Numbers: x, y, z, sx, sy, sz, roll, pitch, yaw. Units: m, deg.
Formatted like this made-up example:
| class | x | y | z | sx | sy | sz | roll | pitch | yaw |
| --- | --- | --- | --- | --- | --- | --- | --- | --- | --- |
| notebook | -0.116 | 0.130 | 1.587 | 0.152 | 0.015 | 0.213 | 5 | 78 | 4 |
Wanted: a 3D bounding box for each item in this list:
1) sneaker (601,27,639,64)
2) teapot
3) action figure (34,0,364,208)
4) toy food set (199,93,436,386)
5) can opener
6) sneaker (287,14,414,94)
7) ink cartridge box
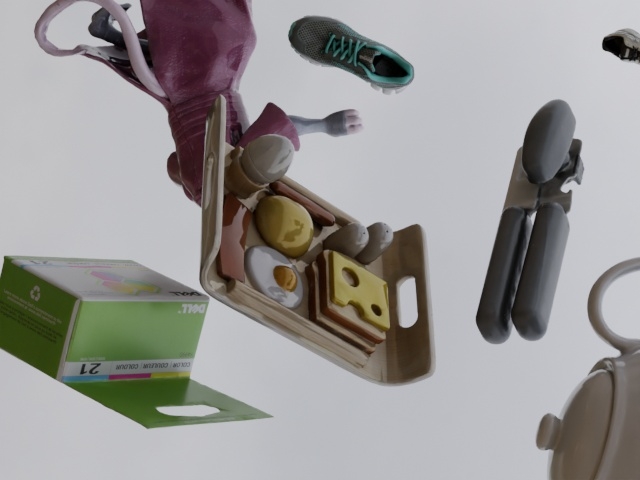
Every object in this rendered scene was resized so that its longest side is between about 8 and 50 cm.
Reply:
| class | x | y | z | sx | sy | sz | roll | pitch | yaw |
| --- | --- | --- | --- | --- | --- | --- | --- | --- | --- |
| sneaker | 0.296 | -0.172 | 1.565 | 0.083 | 0.037 | 0.032 | 29 | -56 | 45 |
| teapot | 0.281 | 0.184 | 1.476 | 0.256 | 0.187 | 0.252 | -77 | -174 | -55 |
| action figure | -0.136 | -0.157 | 2.056 | 0.248 | 0.275 | 0.370 | -31 | -106 | 38 |
| toy food set | 0.000 | 0.000 | 1.757 | 0.092 | 0.306 | 0.220 | -38 | -143 | 33 |
| can opener | 0.204 | -0.020 | 1.675 | 0.074 | 0.093 | 0.280 | -8 | -135 | 28 |
| sneaker | 0.043 | -0.226 | 2.020 | 0.076 | 0.166 | 0.065 | -161 | -90 | -74 |
| ink cartridge box | -0.184 | 0.100 | 1.716 | 0.255 | 0.188 | 0.097 | 22 | -78 | 38 |
